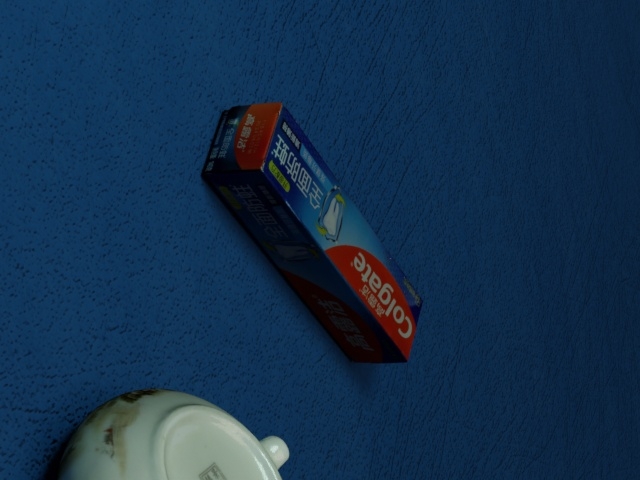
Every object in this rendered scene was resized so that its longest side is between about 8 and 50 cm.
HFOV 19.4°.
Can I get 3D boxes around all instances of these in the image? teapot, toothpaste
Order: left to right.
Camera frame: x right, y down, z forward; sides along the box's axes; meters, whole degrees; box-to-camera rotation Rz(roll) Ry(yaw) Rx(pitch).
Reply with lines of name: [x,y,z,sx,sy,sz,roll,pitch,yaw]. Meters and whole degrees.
teapot: [-0.109,0.212,1.430,0.204,0.139,0.298,56,31,10]
toothpaste: [0.000,0.001,1.715,0.320,0.066,0.076,52,45,-45]
